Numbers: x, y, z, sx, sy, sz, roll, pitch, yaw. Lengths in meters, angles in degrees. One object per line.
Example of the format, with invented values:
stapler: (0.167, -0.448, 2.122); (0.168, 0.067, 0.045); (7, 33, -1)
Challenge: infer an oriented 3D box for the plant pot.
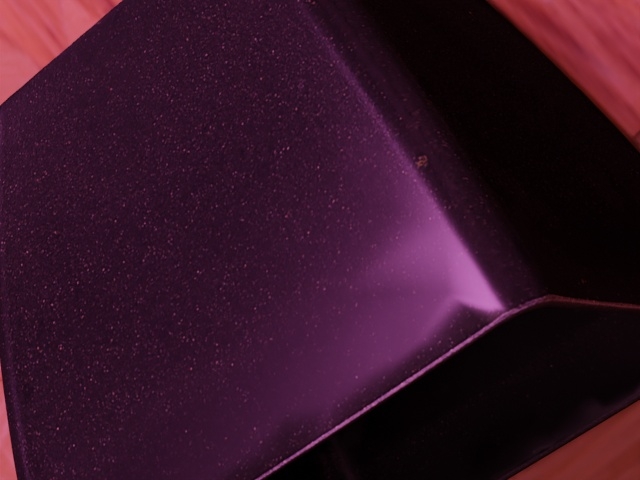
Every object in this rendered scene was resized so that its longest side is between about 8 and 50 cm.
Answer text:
plant pot: (0.000, 0.000, 0.583); (0.187, 0.188, 0.167); (-36, 70, 26)
